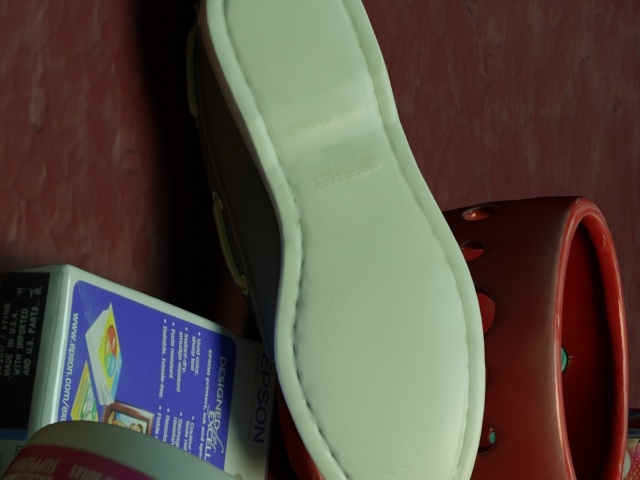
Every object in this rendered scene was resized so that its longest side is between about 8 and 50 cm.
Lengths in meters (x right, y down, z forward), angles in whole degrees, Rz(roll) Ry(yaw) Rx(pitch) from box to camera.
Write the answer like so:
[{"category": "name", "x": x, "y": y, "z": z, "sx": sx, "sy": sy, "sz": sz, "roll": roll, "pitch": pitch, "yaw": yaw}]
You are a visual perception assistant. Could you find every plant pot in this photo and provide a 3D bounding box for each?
[{"category": "plant pot", "x": 0.077, "y": 0.070, "z": 1.074, "sx": 0.191, "sy": 0.174, "sz": 0.191, "roll": -1, "pitch": 90, "yaw": -68}]

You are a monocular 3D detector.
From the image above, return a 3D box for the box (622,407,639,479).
[{"category": "box", "x": 0.223, "y": 0.196, "z": 1.427, "sx": 0.257, "sy": 0.128, "sz": 0.123, "roll": 2, "pitch": 88, "yaw": -64}]

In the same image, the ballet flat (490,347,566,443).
[{"category": "ballet flat", "x": 0.110, "y": 0.127, "z": 1.290, "sx": 0.213, "sy": 0.072, "sz": 0.068, "roll": -42, "pitch": 154, "yaw": -55}]

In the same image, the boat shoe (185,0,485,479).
[{"category": "boat shoe", "x": 0.004, "y": -0.001, "z": 0.963, "sx": 0.091, "sy": 0.109, "sz": 0.305, "roll": 166, "pitch": -91, "yaw": -74}]

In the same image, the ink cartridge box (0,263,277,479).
[{"category": "ink cartridge box", "x": -0.092, "y": 0.132, "z": 0.889, "sx": 0.208, "sy": 0.045, "sz": 0.206, "roll": 27, "pitch": 66, "yaw": -60}]

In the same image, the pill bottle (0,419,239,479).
[{"category": "pill bottle", "x": -0.112, "y": 0.221, "z": 0.683, "sx": 0.283, "sy": 0.160, "sz": 0.160, "roll": -58, "pitch": 141, "yaw": -26}]
